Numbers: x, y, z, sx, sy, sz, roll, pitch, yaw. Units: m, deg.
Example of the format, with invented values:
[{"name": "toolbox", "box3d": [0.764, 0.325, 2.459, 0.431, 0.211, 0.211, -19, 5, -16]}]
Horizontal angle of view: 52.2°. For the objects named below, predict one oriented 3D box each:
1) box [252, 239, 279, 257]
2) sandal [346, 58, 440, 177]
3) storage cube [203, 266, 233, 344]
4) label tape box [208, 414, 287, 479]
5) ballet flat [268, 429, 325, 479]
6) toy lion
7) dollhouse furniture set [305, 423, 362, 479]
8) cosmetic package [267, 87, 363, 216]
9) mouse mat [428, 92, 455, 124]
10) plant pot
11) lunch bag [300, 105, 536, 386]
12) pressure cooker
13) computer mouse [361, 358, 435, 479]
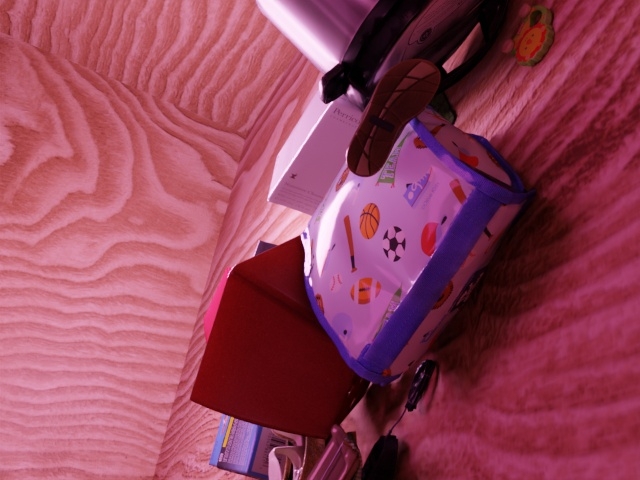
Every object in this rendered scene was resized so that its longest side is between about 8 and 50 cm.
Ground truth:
[{"name": "box", "box3d": [-0.113, 0.155, 1.539, 0.270, 0.143, 0.165, 104, -179, -50]}, {"name": "sandal", "box3d": [0.093, -0.167, 0.890, 0.180, 0.072, 0.049, -58, -1, 6]}, {"name": "storage cube", "box3d": [-0.208, 0.218, 1.837, 0.215, 0.184, 0.193, -65, 19, 11]}, {"name": "label tape box", "box3d": [-0.144, 0.428, 1.530, 0.334, 0.106, 0.240, -34, 38, 63]}, {"name": "ballet flat", "box3d": [-0.043, 0.395, 1.250, 0.123, 0.123, 0.348, -56, 21, 36]}, {"name": "toy lion", "box3d": [0.345, -0.333, 1.061, 0.100, 0.034, 0.096, -66, 24, 8]}, {"name": "dollhouse furniture set", "box3d": [0.018, 0.439, 0.932, 0.301, 0.151, 0.197, -58, 2, -6]}, {"name": "cosmetic package", "box3d": [0.049, -0.212, 1.497, 0.385, 0.217, 0.156, 129, 156, -53]}, {"name": "mouse mat", "box3d": [0.221, -0.233, 1.357, 0.152, 0.007, 0.189, -59, 19, 31]}, {"name": "plant pot", "box3d": [-0.026, 0.179, 1.122, 0.267, 0.236, 0.267, -27, -39, -62]}, {"name": "lunch bag", "box3d": [0.137, -0.010, 0.978, 0.328, 0.239, 0.385, -60, 12, 20]}, {"name": "pressure cooker", "box3d": [0.124, -0.452, 1.208, 0.370, 0.420, 0.375, -50, -14, 33]}, {"name": "computer mouse", "box3d": [0.124, 0.296, 1.006, 0.242, 0.041, 0.071, -63, 1, 4]}]
